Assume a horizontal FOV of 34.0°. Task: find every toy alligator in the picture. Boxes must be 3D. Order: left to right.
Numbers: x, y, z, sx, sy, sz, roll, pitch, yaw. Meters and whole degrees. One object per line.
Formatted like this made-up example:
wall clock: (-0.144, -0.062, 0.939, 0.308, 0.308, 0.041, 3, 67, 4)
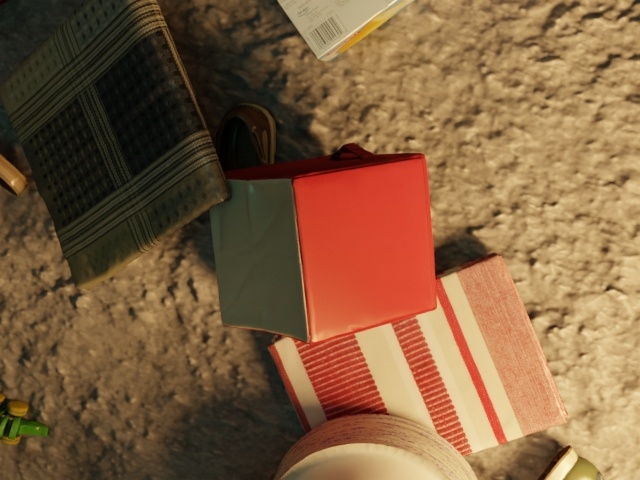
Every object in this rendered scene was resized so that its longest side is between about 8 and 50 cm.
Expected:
toy alligator: (-0.475, 0.241, 1.461, 0.190, 0.051, 0.056, 20, 102, 7)

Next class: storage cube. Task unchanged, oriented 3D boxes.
storage cube: (0.000, 0.000, 1.225, 0.184, 0.193, 0.215, 6, 105, 52)

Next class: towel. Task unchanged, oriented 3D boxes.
towel: (-0.258, -0.130, 1.290, 0.324, 0.056, 0.312, -28, 83, 41)
towel: (0.122, 0.177, 1.348, 0.329, 0.037, 0.237, -21, 96, 15)

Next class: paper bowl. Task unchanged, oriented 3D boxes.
paper bowl: (0.065, 0.374, 1.314, 0.284, 0.148, 0.284, 2, 106, 8)

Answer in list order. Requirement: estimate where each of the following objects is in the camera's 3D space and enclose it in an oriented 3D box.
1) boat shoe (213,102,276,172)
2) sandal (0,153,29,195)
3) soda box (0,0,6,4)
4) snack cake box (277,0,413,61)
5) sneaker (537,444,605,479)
boat shoe: (-0.102, -0.043, 1.323, 0.095, 0.095, 0.257, -3, 98, 11)
sandal: (-0.469, -0.167, 1.397, 0.240, 0.088, 0.079, 42, 72, -5)
soda box: (-0.507, -0.311, 1.359, 0.263, 0.092, 0.083, -28, 92, 14)
snack cake box: (0.066, -0.352, 1.246, 0.264, 0.089, 0.152, -34, 90, 14)
sneaker: (0.291, 0.359, 1.327, 0.086, 0.064, 0.192, 37, 100, 8)
